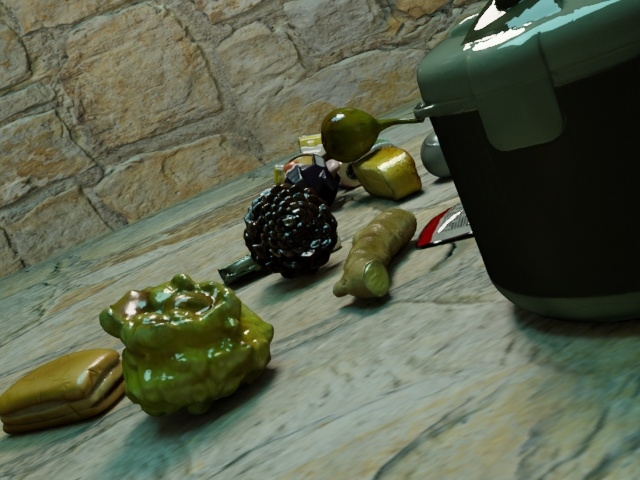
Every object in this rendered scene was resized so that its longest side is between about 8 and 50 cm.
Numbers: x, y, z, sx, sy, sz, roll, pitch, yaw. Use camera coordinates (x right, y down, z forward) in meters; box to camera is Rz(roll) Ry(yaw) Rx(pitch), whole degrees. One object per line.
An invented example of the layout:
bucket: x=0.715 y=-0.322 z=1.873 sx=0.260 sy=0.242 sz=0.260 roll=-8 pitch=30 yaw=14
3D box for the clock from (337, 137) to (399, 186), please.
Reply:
clock: x=0.106 y=-0.210 z=1.942 sx=0.194 sy=0.100 sz=0.195 roll=-21 pitch=14 yaw=-11

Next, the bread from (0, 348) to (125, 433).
bread: x=-0.365 y=0.211 z=1.034 sx=0.200 sy=0.077 sz=0.116 roll=-17 pitch=21 yaw=27

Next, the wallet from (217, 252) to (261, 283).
wallet: x=-0.116 y=0.037 z=1.392 sx=0.155 sy=0.039 sz=0.110 roll=-26 pitch=2 yaw=-12

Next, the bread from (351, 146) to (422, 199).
bread: x=0.147 y=-0.144 z=1.583 sx=0.094 sy=0.102 sz=0.245 roll=-30 pitch=11 yaw=-7

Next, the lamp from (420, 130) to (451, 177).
lamp: x=0.261 y=-0.184 z=1.530 sx=0.105 sy=0.105 sz=0.105 roll=-21 pitch=12 yaw=5

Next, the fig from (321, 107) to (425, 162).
fig: x=0.115 y=-0.253 z=1.633 sx=0.236 sy=0.124 sz=0.124 roll=-17 pitch=12 yaw=-4

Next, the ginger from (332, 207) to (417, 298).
ginger: x=0.082 y=0.017 z=1.077 sx=0.118 sy=0.065 sz=0.299 roll=-33 pitch=7 yaw=19

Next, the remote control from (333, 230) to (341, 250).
remote control: x=0.000 y=0.000 z=1.374 sx=0.074 sy=0.032 sz=0.122 roll=-22 pitch=13 yaw=1

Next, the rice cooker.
rice cooker: x=0.279 y=-0.122 z=0.708 sx=0.335 sy=0.325 sz=0.335 roll=-22 pitch=12 yaw=5

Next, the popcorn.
popcorn: x=-0.155 y=0.117 z=0.874 sx=0.198 sy=0.155 sz=0.197 roll=-10 pitch=8 yaw=1

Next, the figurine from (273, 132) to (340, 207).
figurine: x=-0.031 y=-0.149 z=1.774 sx=0.143 sy=0.308 sz=0.308 roll=20 pitch=2 yaw=-16

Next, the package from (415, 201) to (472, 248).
package: x=0.268 y=-0.051 z=1.121 sx=0.239 sy=0.030 sz=0.154 roll=-15 pitch=15 yaw=32

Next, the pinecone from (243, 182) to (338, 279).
pinecone: x=-0.054 y=-0.009 z=1.245 sx=0.163 sy=0.163 sz=0.165 roll=-26 pitch=-8 yaw=-14
